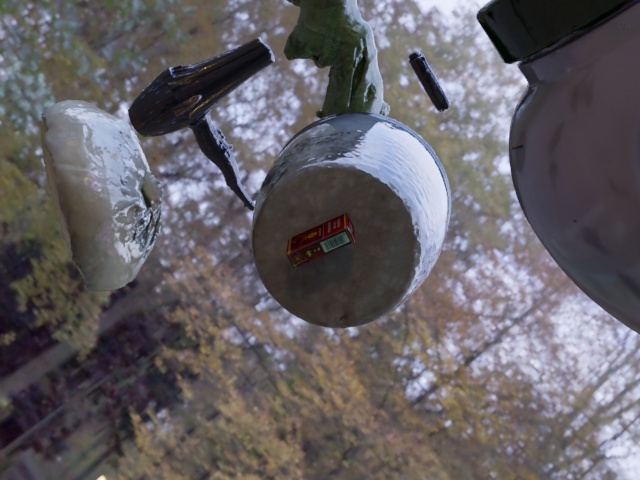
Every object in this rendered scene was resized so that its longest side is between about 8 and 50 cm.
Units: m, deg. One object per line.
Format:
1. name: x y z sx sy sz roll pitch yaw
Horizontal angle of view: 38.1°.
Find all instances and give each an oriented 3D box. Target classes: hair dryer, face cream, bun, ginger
1. hair dryer: -0.179 -0.209 1.845 0.359 0.304 0.120 61 4 -32
2. face cream: 0.308 -0.096 0.762 0.357 0.312 0.219 56 19 -7
3. bun: -0.299 -0.068 1.302 0.287 0.146 0.287 166 -90 -77
4. ginger: 0.022 -0.283 1.445 0.089 0.137 0.290 37 -27 62

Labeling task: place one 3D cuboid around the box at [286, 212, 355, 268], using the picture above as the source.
1. box: 0.000 0.000 1.117 0.023 0.082 0.051 62 10 -18

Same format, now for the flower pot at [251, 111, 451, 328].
1. flower pot: 0.043 -0.026 1.302 0.293 0.293 0.330 55 10 -6

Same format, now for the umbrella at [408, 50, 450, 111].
1. umbrella: 0.216 -0.314 1.830 0.036 0.031 0.133 -25 -74 32
